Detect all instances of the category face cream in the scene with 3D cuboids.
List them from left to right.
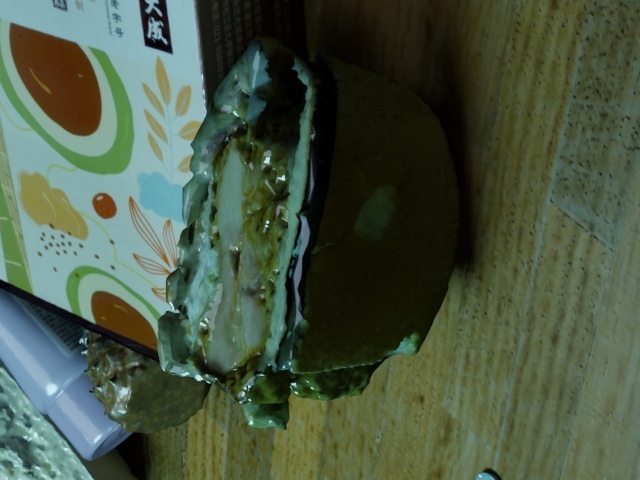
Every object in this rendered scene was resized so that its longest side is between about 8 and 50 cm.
[{"bbox_3d":[-0.277,0.082,1.865,0.096,0.154,0.274,-45,79,13],"label":"face cream"}]

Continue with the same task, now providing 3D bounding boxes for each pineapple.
[{"bbox_3d":[-0.193,0.067,1.782,0.237,0.111,0.119,51,171,39],"label":"pineapple"}]

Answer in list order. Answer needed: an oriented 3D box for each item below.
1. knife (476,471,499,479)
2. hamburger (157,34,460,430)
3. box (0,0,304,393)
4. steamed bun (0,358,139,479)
[{"bbox_3d":[0.142,0.332,1.552,0.080,0.044,0.331,34,134,42],"label":"knife"},{"bbox_3d":[0.000,0.000,1.403,0.168,0.192,0.288,19,101,42],"label":"hamburger"},{"bbox_3d":[-0.172,-0.114,1.571,0.344,0.122,0.385,21,128,36],"label":"box"},{"bbox_3d":[-0.297,0.240,1.966,0.225,0.170,0.200,48,-175,24],"label":"steamed bun"}]
